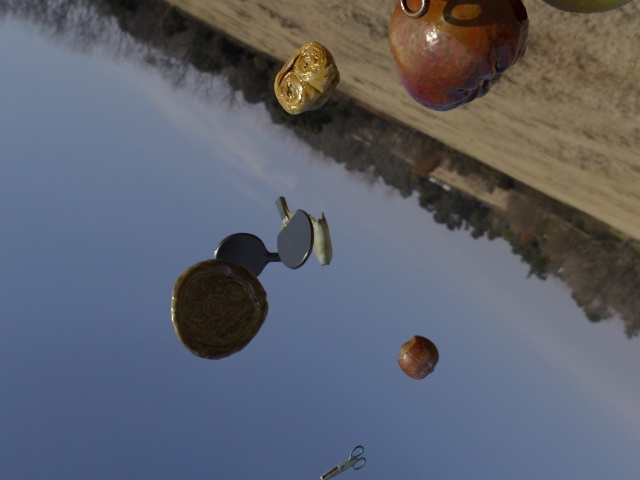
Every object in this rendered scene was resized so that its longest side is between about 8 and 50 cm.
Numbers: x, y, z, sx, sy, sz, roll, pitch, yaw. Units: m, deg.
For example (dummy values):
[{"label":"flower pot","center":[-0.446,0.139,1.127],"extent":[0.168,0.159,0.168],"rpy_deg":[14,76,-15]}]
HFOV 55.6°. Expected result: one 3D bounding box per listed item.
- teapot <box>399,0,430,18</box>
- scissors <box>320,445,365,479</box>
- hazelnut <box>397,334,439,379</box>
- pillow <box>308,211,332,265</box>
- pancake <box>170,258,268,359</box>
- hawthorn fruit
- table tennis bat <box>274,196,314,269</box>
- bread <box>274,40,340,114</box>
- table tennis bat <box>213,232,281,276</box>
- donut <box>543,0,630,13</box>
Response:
[{"label":"teapot","center":[0.191,-0.647,1.458],"extent":[0.178,0.135,0.252],"rpy_deg":[-17,-94,-42]},{"label":"scissors","center":[0.051,0.500,1.348],"extent":[0.119,0.058,0.014],"rpy_deg":[-18,-162,-30]},{"label":"hazelnut","center":[0.352,0.421,2.180],"extent":[0.143,0.154,0.143],"rpy_deg":[37,-166,-11]},{"label":"pillow","center":[0.000,0.000,2.237],"extent":[0.077,0.182,0.134],"rpy_deg":[-12,-159,-4]},{"label":"pancake","center":[-0.249,0.163,1.482],"extent":[0.250,0.250,0.031],"rpy_deg":[23,163,-23]},{"label":"hawthorn fruit","center":[0.369,-0.587,1.698],"extent":[0.402,0.403,0.403],"rpy_deg":[27,-169,-6]},{"label":"table tennis bat","center":[-0.071,-0.027,1.471],"extent":[0.019,0.130,0.221],"rpy_deg":[16,-144,-37]},{"label":"bread","center":[-0.046,-0.530,1.993],"extent":[0.120,0.236,0.198],"rpy_deg":[20,-149,-49]},{"label":"table tennis bat","center":[-0.189,0.049,1.751],"extent":[0.236,0.150,0.027],"rpy_deg":[-1,-162,-17]},{"label":"donut","center":[0.755,-0.784,1.620],"extent":[0.377,0.164,0.435],"rpy_deg":[30,151,-19]}]
